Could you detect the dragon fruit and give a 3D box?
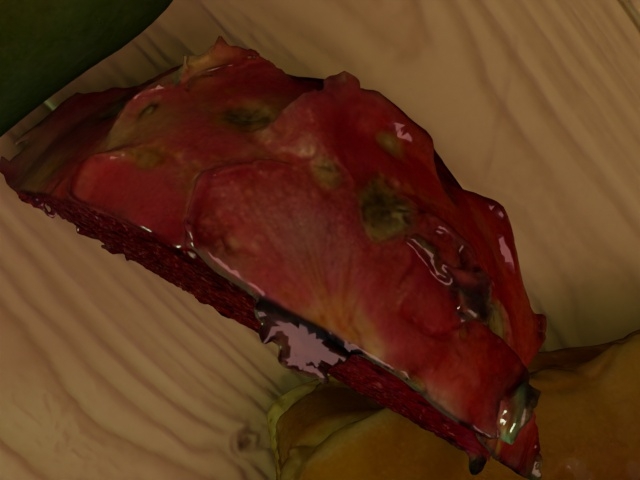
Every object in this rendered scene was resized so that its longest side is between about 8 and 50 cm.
[{"bbox_3d":[0.005,-0.010,0.596,0.274,0.161,0.126,31,86,2],"label":"dragon fruit"}]

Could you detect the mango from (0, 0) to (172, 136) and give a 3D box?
[{"bbox_3d":[-0.145,-0.120,0.569,0.251,0.114,0.156,-43,130,12],"label":"mango"}]

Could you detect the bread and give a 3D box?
[{"bbox_3d":[0.136,0.143,0.757,0.344,0.149,0.195,-9,112,-19],"label":"bread"}]
